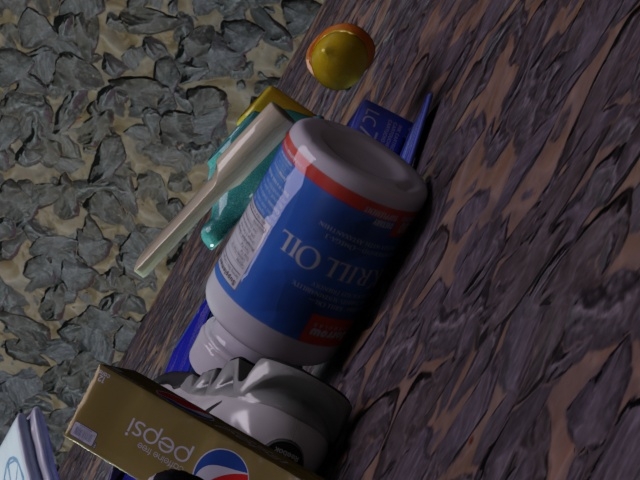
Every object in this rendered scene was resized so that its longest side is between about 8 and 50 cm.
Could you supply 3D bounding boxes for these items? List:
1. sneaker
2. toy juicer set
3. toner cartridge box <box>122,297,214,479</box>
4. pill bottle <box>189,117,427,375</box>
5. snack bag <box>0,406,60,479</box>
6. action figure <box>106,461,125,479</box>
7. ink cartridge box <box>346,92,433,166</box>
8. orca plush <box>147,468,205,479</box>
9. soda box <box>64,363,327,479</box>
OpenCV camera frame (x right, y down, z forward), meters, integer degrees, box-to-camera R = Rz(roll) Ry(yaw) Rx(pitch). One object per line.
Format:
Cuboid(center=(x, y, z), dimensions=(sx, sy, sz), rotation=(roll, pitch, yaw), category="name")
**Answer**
Cuboid(center=(-0.089, 0.183, 1.415), dimensions=(0.146, 0.122, 0.330), rotation=(-66, 10, -17), category="sneaker")
Cuboid(center=(-0.027, -0.086, 1.628), dimensions=(0.209, 0.089, 0.329), rotation=(-43, 7, 31), category="toy juicer set")
Cuboid(center=(-0.133, 0.198, 1.822), dimensions=(0.165, 0.075, 0.348), rotation=(-54, 12, 44), category="toner cartridge box")
Cuboid(center=(-0.016, 0.023, 1.472), dimensions=(0.221, 0.124, 0.124), rotation=(-61, 8, 20), category="pill bottle")
Cuboid(center=(-0.295, 0.383, 1.834), dimensions=(0.323, 0.037, 0.342), rotation=(-54, 46, 52), category="snack bag")
Cuboid(center=(-0.215, 0.307, 1.927), dimensions=(0.185, 0.099, 0.285), rotation=(-42, 25, 55), category="action figure")
Cuboid(center=(0.000, 0.000, 1.677), dimensions=(0.311, 0.065, 0.186), rotation=(-49, 17, 54), category="ink cartridge box")
Cuboid(center=(-0.051, 0.263, 1.012), dimensions=(0.151, 0.102, 0.287), rotation=(-22, -56, -57), category="orca plush")
Cuboid(center=(-0.079, 0.151, 1.242), dimensions=(0.058, 0.181, 0.061), rotation=(-62, -20, 1), category="soda box")
